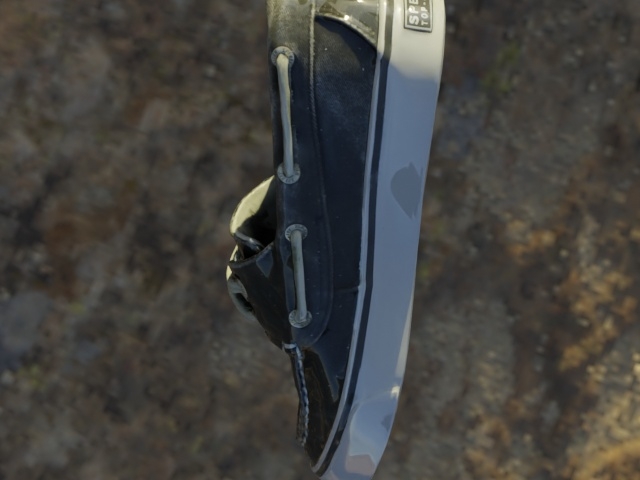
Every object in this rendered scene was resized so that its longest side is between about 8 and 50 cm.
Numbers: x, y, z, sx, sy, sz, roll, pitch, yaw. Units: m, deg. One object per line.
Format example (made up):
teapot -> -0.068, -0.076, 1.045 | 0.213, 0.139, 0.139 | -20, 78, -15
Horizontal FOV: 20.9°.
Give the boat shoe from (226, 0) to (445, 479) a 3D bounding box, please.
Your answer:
boat shoe -> 0.000, 0.000, 0.660 | 0.070, 0.078, 0.219 | 3, 120, -3
